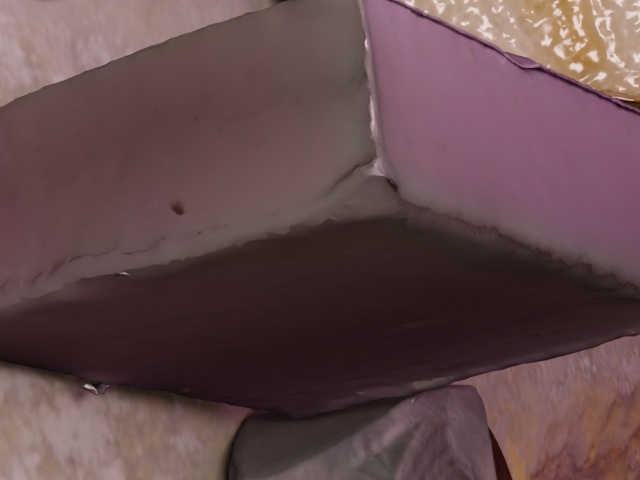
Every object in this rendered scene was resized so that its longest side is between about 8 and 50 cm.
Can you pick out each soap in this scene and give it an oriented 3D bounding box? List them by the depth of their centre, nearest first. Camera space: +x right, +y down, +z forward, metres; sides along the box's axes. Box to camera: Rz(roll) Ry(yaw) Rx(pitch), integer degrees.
[{"bbox_3d":[0.000,0.000,0.915,0.296,0.285,0.107,17,64,-51],"label":"soap"}]

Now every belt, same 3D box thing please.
[{"bbox_3d":[0.020,0.229,1.063,0.217,0.122,0.339,57,34,-36],"label":"belt"}]

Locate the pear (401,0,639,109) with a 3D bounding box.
[{"bbox_3d":[0.125,-0.258,1.298,0.191,0.340,0.387,-39,111,-80],"label":"pear"}]
